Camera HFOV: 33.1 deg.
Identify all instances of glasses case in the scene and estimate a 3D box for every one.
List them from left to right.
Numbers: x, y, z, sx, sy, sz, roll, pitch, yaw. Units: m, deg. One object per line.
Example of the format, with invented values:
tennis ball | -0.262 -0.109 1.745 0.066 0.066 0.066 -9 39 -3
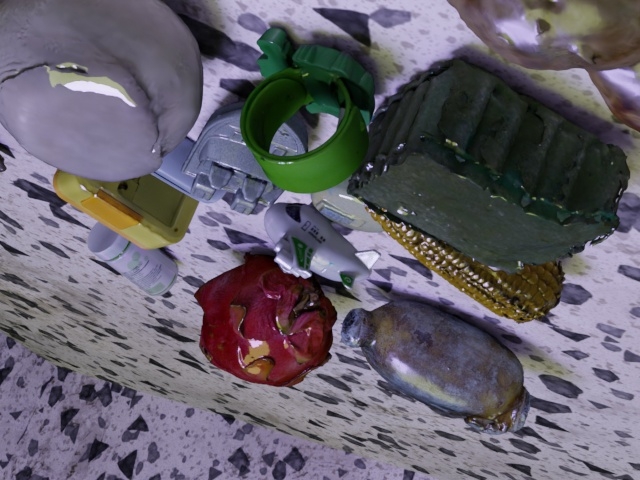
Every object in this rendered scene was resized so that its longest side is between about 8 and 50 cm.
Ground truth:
glasses case | -0.212 -0.117 1.572 0.178 0.067 0.045 32 158 -23

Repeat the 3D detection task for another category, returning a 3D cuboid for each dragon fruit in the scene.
dragon fruit | -0.100 0.143 1.907 0.250 0.250 0.315 36 175 -33

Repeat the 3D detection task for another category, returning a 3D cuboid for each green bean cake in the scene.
green bean cake | 0.181 -0.071 1.181 0.255 0.132 0.241 24 161 -10

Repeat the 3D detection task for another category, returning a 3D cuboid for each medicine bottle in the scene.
medicine bottle | -0.361 0.032 2.091 0.086 0.086 0.183 6 154 39

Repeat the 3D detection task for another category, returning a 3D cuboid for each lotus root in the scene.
lotus root | 0.197 0.198 1.824 0.349 0.175 0.175 29 160 -5

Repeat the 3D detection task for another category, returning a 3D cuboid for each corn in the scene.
corn | 0.192 0.011 1.407 0.317 0.115 0.115 33 158 -21

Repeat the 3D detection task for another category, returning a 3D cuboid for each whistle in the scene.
whistle | 0.089 -0.033 1.471 0.258 0.067 0.126 24 164 -11

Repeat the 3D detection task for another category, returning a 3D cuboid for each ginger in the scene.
ginger | 0.246 -0.178 0.781 0.256 0.176 0.375 -17 139 38

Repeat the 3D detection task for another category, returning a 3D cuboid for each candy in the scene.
candy | -0.267 -0.201 1.254 0.295 0.185 0.295 9 145 6

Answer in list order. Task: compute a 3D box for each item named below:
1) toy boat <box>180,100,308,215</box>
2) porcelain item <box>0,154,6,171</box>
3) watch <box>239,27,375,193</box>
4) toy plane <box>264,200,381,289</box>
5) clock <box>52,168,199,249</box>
toy boat | -0.094 -0.114 1.417 0.141 0.092 0.319 21 161 -11
porcelain item | -0.607 -0.180 1.839 0.081 0.069 0.216 5 153 32
watch | -0.023 -0.133 1.194 0.165 0.152 0.131 18 161 26
toy plane | -0.002 0.002 1.525 0.174 0.174 0.080 26 128 -10
clock | -0.285 -0.087 1.620 0.202 0.143 0.096 36 154 -31
